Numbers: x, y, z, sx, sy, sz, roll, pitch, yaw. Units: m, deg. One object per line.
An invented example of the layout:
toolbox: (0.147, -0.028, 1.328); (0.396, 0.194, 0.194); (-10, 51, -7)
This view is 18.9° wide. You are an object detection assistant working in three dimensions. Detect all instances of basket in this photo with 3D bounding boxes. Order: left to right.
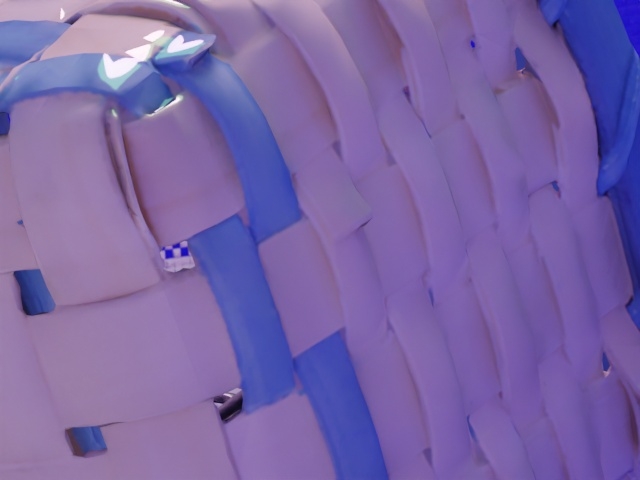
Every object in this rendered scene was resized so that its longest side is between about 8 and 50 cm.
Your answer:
basket: (0.000, 0.000, 0.495); (0.201, 0.254, 0.289); (-5, 17, 37)

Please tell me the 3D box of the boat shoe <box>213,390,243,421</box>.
boat shoe: (0.013, 0.121, 0.888); (0.187, 0.156, 0.500); (-7, -6, 33)
